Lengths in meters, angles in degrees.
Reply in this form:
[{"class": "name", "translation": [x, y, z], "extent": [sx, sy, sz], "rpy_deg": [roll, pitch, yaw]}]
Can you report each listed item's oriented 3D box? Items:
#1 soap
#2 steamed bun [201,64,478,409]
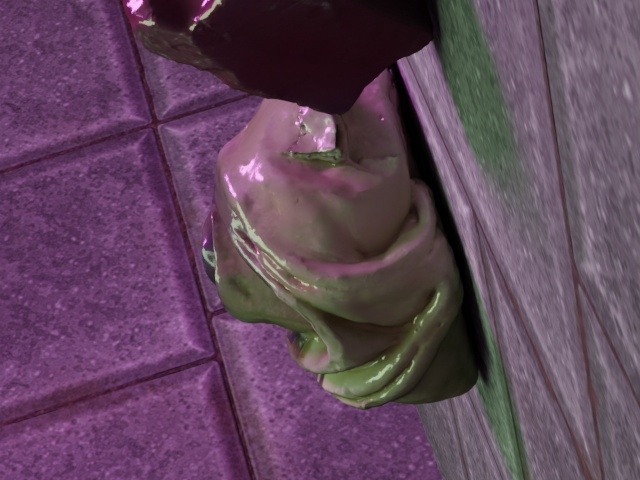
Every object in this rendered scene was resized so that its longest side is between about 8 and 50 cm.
[{"class": "soap", "translation": [-0.071, -0.291, 1.537], "extent": [0.233, 0.128, 0.359], "rpy_deg": [10, -125, -48]}, {"class": "steamed bun", "translation": [0.000, 0.000, 1.990], "extent": [0.346, 0.237, 0.394], "rpy_deg": [-114, 6, -76]}]
